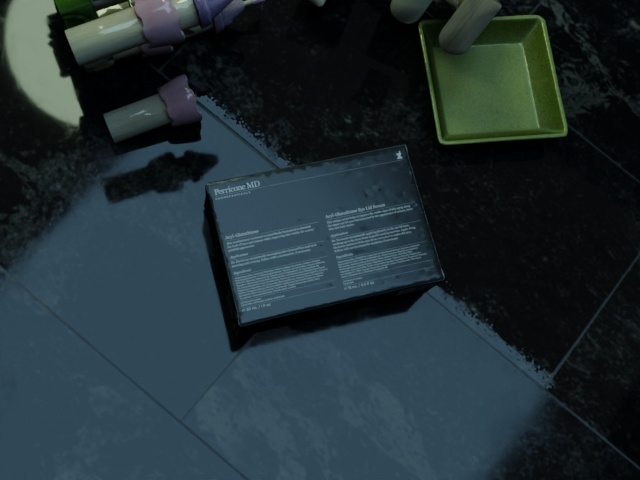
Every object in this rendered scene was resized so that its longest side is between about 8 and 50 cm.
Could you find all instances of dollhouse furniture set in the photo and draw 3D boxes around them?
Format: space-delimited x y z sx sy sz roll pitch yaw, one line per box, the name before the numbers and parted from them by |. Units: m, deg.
dollhouse furniture set | 0.117 -0.356 1.251 0.242 0.161 0.212 32 38 -8

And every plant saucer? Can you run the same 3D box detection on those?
plant saucer | 0.236 -0.219 1.291 0.188 0.045 0.188 -5 75 -10

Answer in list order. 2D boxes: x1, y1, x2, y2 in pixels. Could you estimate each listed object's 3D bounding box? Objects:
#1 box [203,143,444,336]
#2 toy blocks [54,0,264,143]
box | 0.000 0.000 1.162 0.261 0.103 0.184 -12 79 -11
toy blocks | -0.200 -0.331 1.132 0.260 0.288 0.309 -22 76 -8
